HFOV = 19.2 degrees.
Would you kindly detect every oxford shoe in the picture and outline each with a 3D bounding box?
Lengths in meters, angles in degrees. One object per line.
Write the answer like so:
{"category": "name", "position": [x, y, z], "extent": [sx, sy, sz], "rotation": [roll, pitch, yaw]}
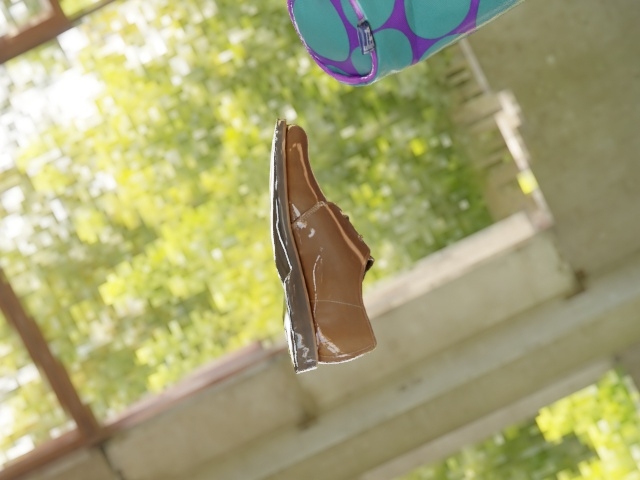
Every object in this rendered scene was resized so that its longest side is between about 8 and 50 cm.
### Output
{"category": "oxford shoe", "position": [0.000, 0.000, 1.463], "extent": [0.076, 0.076, 0.212], "rotation": [96, 164, -65]}

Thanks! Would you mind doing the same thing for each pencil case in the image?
{"category": "pencil case", "position": [0.062, -0.134, 0.912], "extent": [0.064, 0.152, 0.070], "rotation": [35, 149, 46]}
